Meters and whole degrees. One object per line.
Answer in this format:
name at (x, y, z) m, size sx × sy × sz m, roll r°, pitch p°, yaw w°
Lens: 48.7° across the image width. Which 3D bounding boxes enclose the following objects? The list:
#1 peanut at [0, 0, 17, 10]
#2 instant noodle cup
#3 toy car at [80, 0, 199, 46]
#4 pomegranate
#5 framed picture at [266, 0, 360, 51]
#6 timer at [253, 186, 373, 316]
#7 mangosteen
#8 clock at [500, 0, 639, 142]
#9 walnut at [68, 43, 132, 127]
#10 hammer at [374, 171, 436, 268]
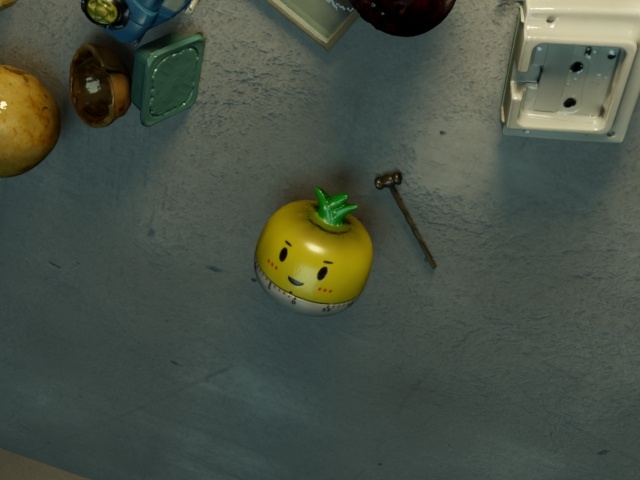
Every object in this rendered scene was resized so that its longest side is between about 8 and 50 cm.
peanut at (-0.738, -0.509, 1.362) m, size 0.318 × 0.148 × 0.148 m, roll 14°, pitch 135°, yaw 0°
instant noodle cup at (-0.311, -0.329, 1.404) m, size 0.070 × 0.157 × 0.179 m, roll 36°, pitch 136°, yaw 14°
toy car at (-0.271, -0.473, 1.219) m, size 0.166 × 0.198 × 0.314 m, roll 32°, pitch 133°, yaw -28°
pomegranate at (-0.695, -0.253, 1.519) m, size 0.260 × 0.260 × 0.260 m, roll 9°, pitch 134°, yaw 9°
framed picture at (-0.035, -0.494, 1.243) m, size 0.289 × 0.016 × 0.213 m, roll 36°, pitch 132°, yaw -17°
timer at (0.000, 0.000, 1.538) m, size 0.285 × 0.285 × 0.285 m, roll 9°, pitch 134°, yaw 9°
mangosteen at (0.135, -0.430, 1.126) m, size 0.209 × 0.210 × 0.210 m, roll 9°, pitch 134°, yaw 9°
clock at (0.443, -0.286, 1.224) m, size 0.231 × 0.116 × 0.262 m, roll 8°, pitch 135°, yaw 9°
walnut at (-0.444, -0.323, 1.466) m, size 0.211 × 0.087 × 0.167 m, roll -5°, pitch 104°, yaw 50°
hammer at (0.206, -0.037, 1.595) m, size 0.058 × 0.029 × 0.292 m, roll -12°, pitch 129°, yaw 29°
